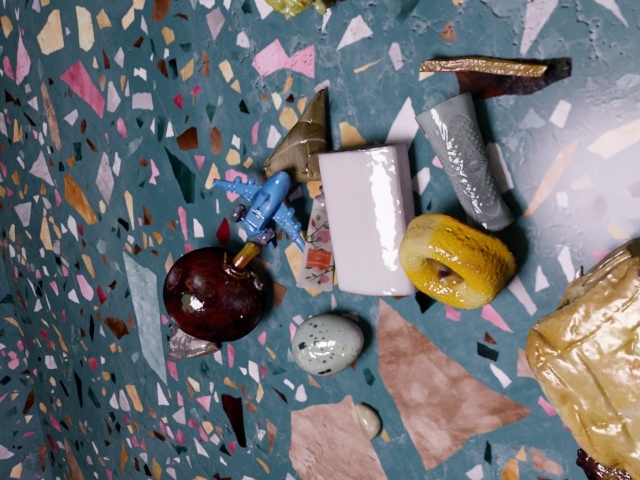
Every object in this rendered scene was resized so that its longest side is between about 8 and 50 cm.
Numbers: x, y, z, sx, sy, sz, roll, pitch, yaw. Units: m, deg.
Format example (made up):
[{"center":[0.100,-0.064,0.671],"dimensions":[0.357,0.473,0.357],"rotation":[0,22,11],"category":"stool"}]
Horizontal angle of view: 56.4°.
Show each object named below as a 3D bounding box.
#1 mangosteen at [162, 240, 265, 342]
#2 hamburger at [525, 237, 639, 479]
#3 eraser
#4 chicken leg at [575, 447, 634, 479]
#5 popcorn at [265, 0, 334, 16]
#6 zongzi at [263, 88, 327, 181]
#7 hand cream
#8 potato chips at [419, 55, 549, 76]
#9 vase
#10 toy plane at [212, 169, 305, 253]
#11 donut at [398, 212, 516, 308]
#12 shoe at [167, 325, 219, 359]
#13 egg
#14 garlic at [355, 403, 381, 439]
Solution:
[{"center":[-0.220,0.100,1.344],"dimensions":[0.235,0.235,0.261],"rotation":[48,115,19],"category":"mangosteen"},{"center":[0.412,0.171,0.849],"dimensions":[0.208,0.162,0.330],"rotation":[-17,94,45],"category":"hamburger"},{"center":[0.094,-0.038,1.107],"dimensions":[0.174,0.094,0.270],"rotation":[0,103,41],"category":"eraser"},{"center":[0.517,0.372,0.899],"dimensions":[0.253,0.051,0.106],"rotation":[3,100,38],"category":"chicken leg"},{"center":[-0.048,-0.478,1.081],"dimensions":[0.135,0.162,0.142],"rotation":[178,102,-76],"category":"popcorn"},{"center":[-0.051,-0.204,1.199],"dimensions":[0.160,0.078,0.176],"rotation":[1,94,42],"category":"zongzi"},{"center":[0.000,0.000,1.230],"dimensions":[0.080,0.050,0.234],"rotation":[9,115,3],"category":"hand cream"},{"center":[0.254,-0.272,0.934],"dimensions":[0.203,0.037,0.026],"rotation":[14,123,32],"category":"potato chips"},{"center":[0.237,-0.117,0.960],"dimensions":[0.096,0.096,0.220],"rotation":[-22,92,43],"category":"vase"},{"center":[-0.117,-0.065,1.231],"dimensions":[0.254,0.105,0.271],"rotation":[37,157,-1],"category":"toy plane"},{"center":[0.215,0.042,0.975],"dimensions":[0.190,0.075,0.174],"rotation":[35,152,-5],"category":"donut"},{"center":[-0.343,0.266,1.601],"dimensions":[0.180,0.089,0.092],"rotation":[-15,82,41],"category":"shoe"},{"center":[0.015,0.212,1.229],"dimensions":[0.164,0.131,0.131],"rotation":[-27,85,44],"category":"egg"},{"center":[0.102,0.392,1.275],"dimensions":[0.053,0.041,0.083],"rotation":[5,114,45],"category":"garlic"}]
